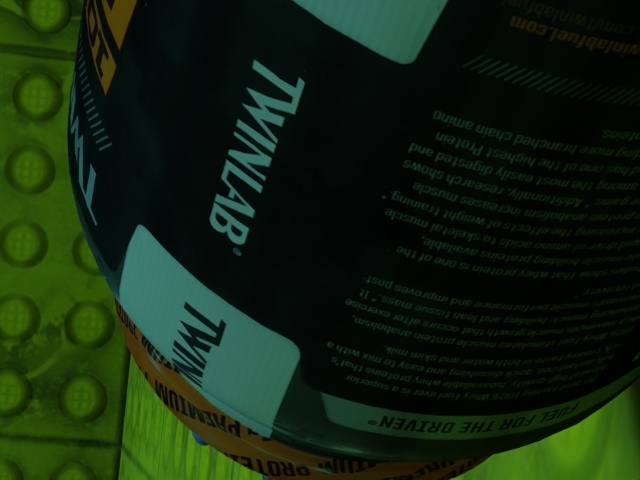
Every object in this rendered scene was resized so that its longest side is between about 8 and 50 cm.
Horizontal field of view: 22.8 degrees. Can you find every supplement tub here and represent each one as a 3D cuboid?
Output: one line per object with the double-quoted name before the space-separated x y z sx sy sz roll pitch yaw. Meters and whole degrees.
"supplement tub" 0.042 -0.075 0.429 0.338 0.207 0.207 111 162 -53

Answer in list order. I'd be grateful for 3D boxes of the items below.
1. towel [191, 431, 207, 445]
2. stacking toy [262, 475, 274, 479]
"towel" -0.088 0.018 1.504 0.336 0.040 0.243 111 161 -53
"stacking toy" -0.011 0.152 1.016 0.167 0.052 0.221 -119 35 -75
